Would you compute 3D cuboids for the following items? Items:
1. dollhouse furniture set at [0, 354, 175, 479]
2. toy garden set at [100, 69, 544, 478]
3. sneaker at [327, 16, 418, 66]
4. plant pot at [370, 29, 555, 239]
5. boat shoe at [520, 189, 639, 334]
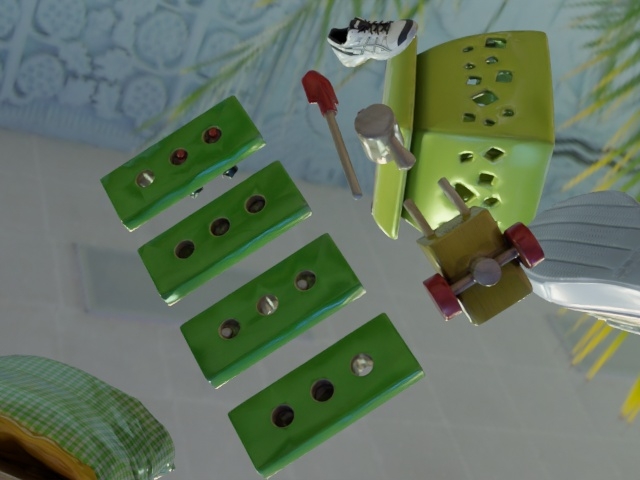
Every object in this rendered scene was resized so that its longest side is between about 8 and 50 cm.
[{"bbox_3d":[-0.224,0.046,0.659,0.301,0.151,0.197,21,-170,4],"label":"dollhouse furniture set"},{"bbox_3d":[0.000,0.000,0.689,0.244,0.203,0.049,56,178,34],"label":"toy garden set"},{"bbox_3d":[0.041,-0.169,0.910,0.037,0.083,0.032,45,-132,-33],"label":"sneaker"},{"bbox_3d":[0.177,-0.129,1.426,0.207,0.228,0.227,5,-133,2],"label":"plant pot"},{"bbox_3d":[0.248,0.035,0.835,0.094,0.109,0.302,51,171,-19],"label":"boat shoe"}]
